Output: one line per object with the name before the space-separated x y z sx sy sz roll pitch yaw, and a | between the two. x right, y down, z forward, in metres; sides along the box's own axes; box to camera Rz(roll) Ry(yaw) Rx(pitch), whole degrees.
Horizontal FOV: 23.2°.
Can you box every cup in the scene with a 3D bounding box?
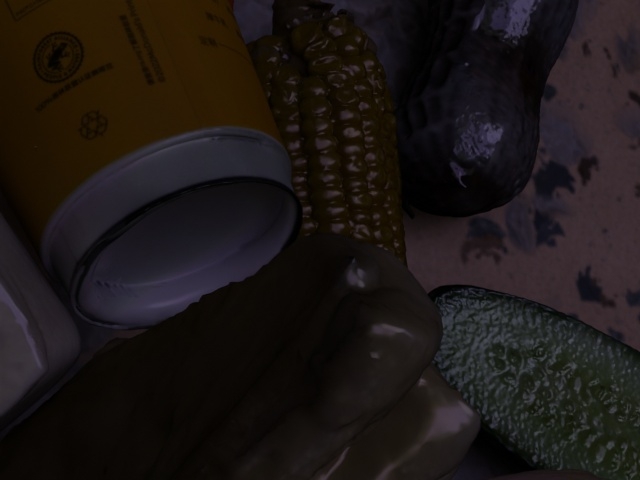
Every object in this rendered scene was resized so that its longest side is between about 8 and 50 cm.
cup | -0.124 -0.100 0.859 0.196 0.196 0.279 -12 60 -30

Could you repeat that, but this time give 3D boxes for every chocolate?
chocolate | 0.115 -0.123 1.075 0.110 0.110 0.248 24 67 -20

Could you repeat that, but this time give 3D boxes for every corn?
corn | 0.000 0.000 0.972 0.119 0.119 0.321 -2 77 -28

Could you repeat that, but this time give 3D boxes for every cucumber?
cucumber | 0.156 0.107 1.054 0.244 0.063 0.115 35 71 -15

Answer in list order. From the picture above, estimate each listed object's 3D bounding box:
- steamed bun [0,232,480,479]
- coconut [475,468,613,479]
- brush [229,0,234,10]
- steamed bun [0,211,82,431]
steamed bun | -0.076 0.149 0.787 0.189 0.428 0.247 37 23 -28
coconut | 0.088 0.282 0.851 0.329 0.329 0.328 8 72 -25
brush | -0.088 -0.187 1.018 0.070 0.051 0.323 8 72 -28
steamed bun | -0.250 0.070 0.789 0.242 0.164 0.146 -32 92 -8
